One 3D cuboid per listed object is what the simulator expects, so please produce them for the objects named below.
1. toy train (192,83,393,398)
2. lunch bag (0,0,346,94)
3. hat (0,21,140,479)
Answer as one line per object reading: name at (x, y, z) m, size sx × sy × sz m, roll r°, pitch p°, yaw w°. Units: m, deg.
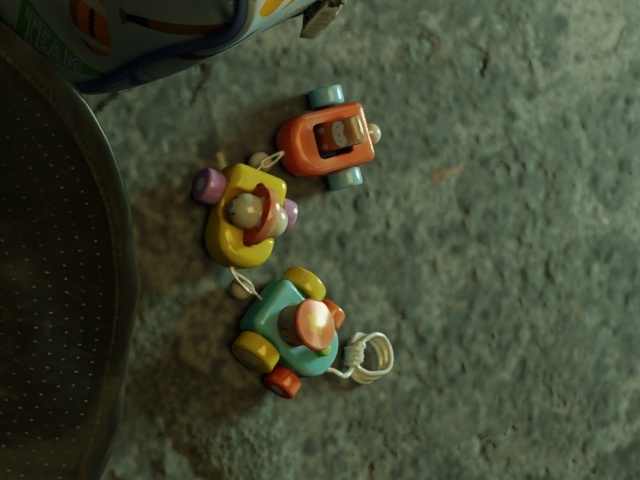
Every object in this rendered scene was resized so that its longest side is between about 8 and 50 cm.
toy train at (0.000, 0.000, 0.888) m, size 0.125 × 0.046 × 0.166 m, roll -10°, pitch 90°, yaw -34°
lunch bag at (-0.094, -0.213, 0.732) m, size 0.115 × 0.243 × 0.303 m, roll -33°, pitch 102°, yaw -31°
hat at (-0.243, 0.036, 0.664) m, size 0.331 × 0.134 × 0.331 m, roll -3°, pitch 95°, yaw -35°
